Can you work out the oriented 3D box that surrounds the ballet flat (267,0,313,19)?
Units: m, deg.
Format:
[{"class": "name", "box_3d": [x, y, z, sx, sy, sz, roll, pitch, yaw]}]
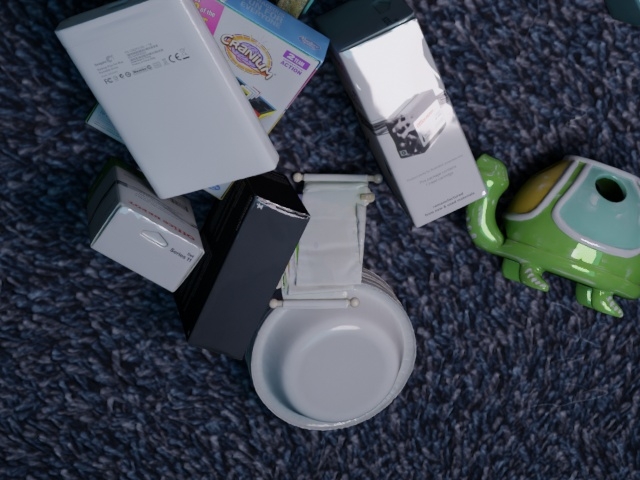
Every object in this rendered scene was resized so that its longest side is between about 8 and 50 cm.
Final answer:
[{"class": "ballet flat", "box_3d": [-0.068, -0.355, 1.849, 0.123, 0.123, 0.348, 24, 107, -21]}]

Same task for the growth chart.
[{"class": "growth chart", "box_3d": [0.000, 0.000, 1.987, 0.172, 0.021, 0.237, 7, 85, 16]}]

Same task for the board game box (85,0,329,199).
[{"class": "board game box", "box_3d": [-0.169, -0.231, 1.810, 0.242, 0.064, 0.316, 30, 130, -13]}]

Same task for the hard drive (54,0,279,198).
[{"class": "hard drive", "box_3d": [-0.215, -0.206, 1.770, 0.203, 0.040, 0.307, -13, 126, 23]}]

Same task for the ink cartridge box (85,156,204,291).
[{"class": "ink cartridge box", "box_3d": [-0.270, -0.027, 1.885, 0.153, 0.208, 0.087, 31, 103, -22]}]

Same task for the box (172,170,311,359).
[{"class": "box", "box_3d": [-0.129, 0.027, 1.953, 0.103, 0.184, 0.261, 21, 107, -19]}]

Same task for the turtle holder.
[{"class": "turtle holder", "box_3d": [0.398, -0.025, 2.049, 0.320, 0.243, 0.227, 21, 92, 21]}]

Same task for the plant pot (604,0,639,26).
[{"class": "plant pot", "box_3d": [0.491, -0.474, 1.901, 0.165, 0.165, 0.234, -34, 109, 2]}]

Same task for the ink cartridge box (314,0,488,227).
[{"class": "ink cartridge box", "box_3d": [0.120, -0.208, 1.889, 0.129, 0.223, 0.307, -25, 115, 1]}]

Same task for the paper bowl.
[{"class": "paper bowl", "box_3d": [0.020, 0.190, 2.076, 0.284, 0.148, 0.284, -5, 114, -11]}]
